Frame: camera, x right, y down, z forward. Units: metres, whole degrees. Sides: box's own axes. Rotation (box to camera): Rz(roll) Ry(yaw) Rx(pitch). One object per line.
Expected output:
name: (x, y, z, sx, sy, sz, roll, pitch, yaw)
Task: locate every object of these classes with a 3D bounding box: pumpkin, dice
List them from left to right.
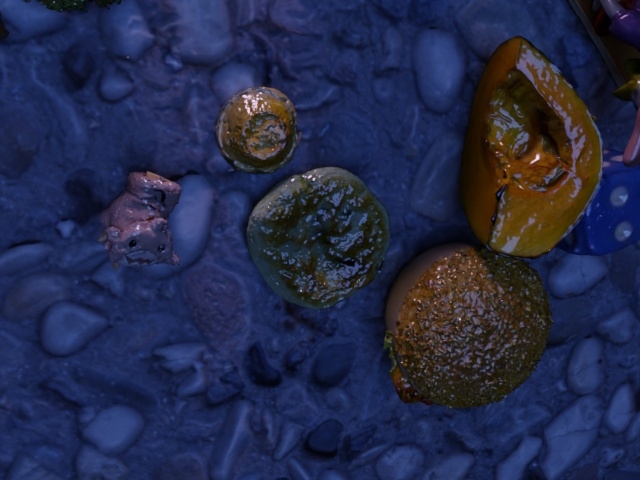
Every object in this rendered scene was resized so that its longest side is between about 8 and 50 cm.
pumpkin: (0.320, -0.139, 0.920, 0.169, 0.148, 0.312, 2, 104, -13)
dice: (0.447, -0.064, 0.992, 0.143, 0.146, 0.146, -19, 113, -11)

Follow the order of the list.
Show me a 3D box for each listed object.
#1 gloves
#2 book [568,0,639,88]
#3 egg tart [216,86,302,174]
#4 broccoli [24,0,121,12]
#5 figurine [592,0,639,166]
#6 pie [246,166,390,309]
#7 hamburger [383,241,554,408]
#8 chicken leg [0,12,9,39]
gloves: (-0.249, -0.025, 0.837, 0.110, 0.094, 0.144, -2, 102, -28)
book: (0.488, -0.452, 0.925, 0.262, 0.028, 0.374, -45, 116, 3)
egg tart: (-0.087, -0.153, 0.856, 0.129, 0.049, 0.129, -5, 110, -13)
broccoli: (-0.295, -0.342, 0.647, 0.220, 0.194, 0.194, 9, 107, -14)
figurine: (0.504, -0.323, 0.859, 0.154, 0.193, 0.421, -6, 116, -18)
pie: (0.000, 0.000, 0.936, 0.240, 0.054, 0.240, -7, 112, -16)
hamburger: (0.243, 0.143, 0.990, 0.276, 0.179, 0.294, 8, 107, -18)
chicken leg: (-0.475, -0.256, 0.702, 0.198, 0.069, 0.085, -2, 87, -23)
